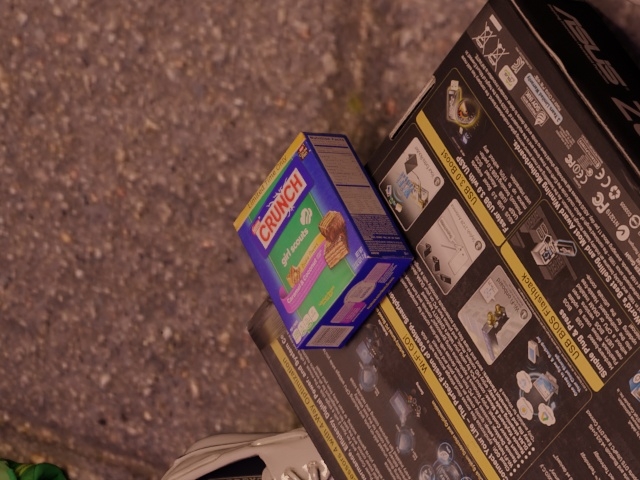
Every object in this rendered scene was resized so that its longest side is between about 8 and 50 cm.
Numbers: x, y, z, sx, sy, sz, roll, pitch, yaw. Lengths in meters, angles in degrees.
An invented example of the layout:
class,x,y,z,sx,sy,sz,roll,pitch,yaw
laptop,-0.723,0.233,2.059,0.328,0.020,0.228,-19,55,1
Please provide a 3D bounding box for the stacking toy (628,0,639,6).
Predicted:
class,x,y,z,sx,sy,sz,roll,pitch,yaw
stacking toy,0.170,-0.337,0.982,0.351,0.350,0.480,7,132,25

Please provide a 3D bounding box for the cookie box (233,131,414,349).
class,x,y,z,sx,sy,sz,roll,pitch,yaw
cookie box,0.000,0.000,1.202,0.092,0.040,0.107,-53,50,34

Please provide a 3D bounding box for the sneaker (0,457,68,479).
class,x,y,z,sx,sy,sz,roll,pitch,yaw
sneaker,-0.261,0.212,1.501,0.295,0.109,0.123,36,96,14

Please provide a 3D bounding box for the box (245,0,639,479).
class,x,y,z,sx,sy,sz,roll,pitch,yaw
box,0.143,0.096,1.139,0.318,0.097,0.395,-53,53,30

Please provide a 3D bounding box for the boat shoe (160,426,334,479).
class,x,y,z,sx,sy,sz,roll,pitch,yaw
boat shoe,-0.009,0.177,1.353,0.258,0.084,0.095,-17,101,31
